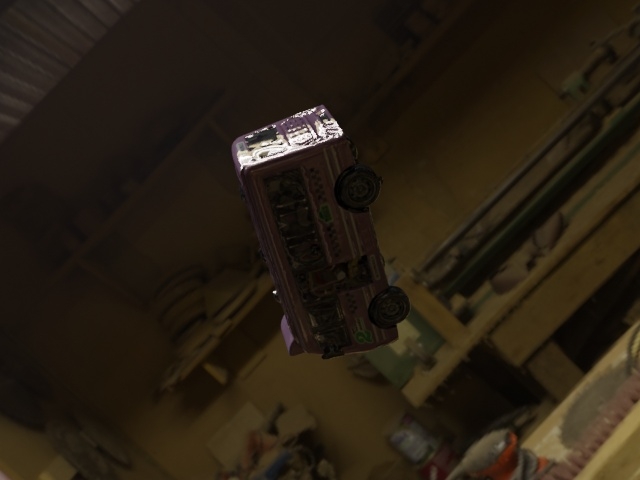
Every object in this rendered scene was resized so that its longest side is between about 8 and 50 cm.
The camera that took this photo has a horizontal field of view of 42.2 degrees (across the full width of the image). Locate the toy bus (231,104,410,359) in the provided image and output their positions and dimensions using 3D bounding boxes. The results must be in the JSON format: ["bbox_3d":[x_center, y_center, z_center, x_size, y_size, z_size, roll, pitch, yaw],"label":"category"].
[{"bbox_3d":[0.000,0.000,0.682,0.108,0.198,0.096,-18,28,-4],"label":"toy bus"}]
